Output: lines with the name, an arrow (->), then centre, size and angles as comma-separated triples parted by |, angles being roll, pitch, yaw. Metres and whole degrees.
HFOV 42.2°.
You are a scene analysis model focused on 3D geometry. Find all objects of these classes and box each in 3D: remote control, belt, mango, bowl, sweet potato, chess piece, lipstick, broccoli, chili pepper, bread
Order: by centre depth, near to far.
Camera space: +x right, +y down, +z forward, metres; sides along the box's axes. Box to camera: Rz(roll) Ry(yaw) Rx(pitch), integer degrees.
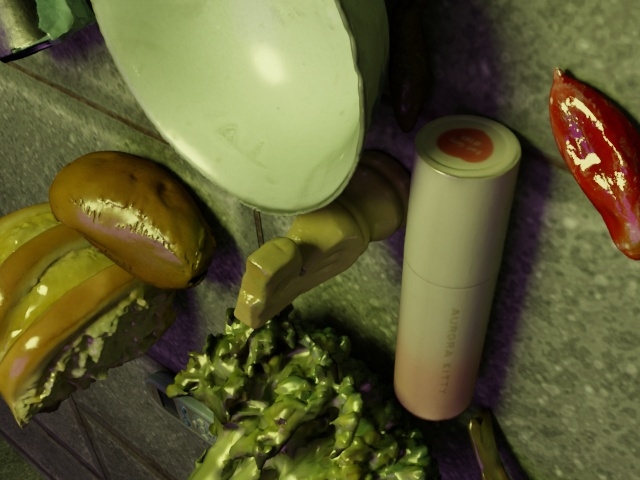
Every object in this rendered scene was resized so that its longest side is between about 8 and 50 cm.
chili pepper -> 0.218, -0.043, 0.607 | 0.191, 0.050, 0.059 | 63, 150, 4
sweet potato -> 0.074, -0.158, 0.679 | 0.041, 0.038, 0.153 | 13, 128, 11
bowl -> -0.041, -0.187, 0.686 | 0.313, 0.146, 0.313 | 32, 142, 29
chess piece -> 0.000, 0.000, 0.769 | 0.090, 0.200, 0.090 | 30, 142, 27
lipstick -> 0.119, 0.041, 0.771 | 0.087, 0.087, 0.326 | 31, 143, 28
broccoli -> -0.012, 0.214, 0.967 | 0.334, 0.272, 0.324 | 50, 131, -3
belt -> -0.354, -0.261, 0.989 | 0.199, 0.151, 0.078 | -4, 115, 41
mango -> -0.242, -0.028, 1.084 | 0.249, 0.156, 0.151 | 36, 108, 20
bread -> -0.367, 0.073, 1.189 | 0.270, 0.316, 0.211 | 51, 145, 10
remote control -> -0.220, 0.304, 1.472 | 0.244, 0.047, 0.087 | 25, 142, 33

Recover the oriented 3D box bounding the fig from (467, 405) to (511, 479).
fig -> 0.229, 0.358, 0.877 | 0.286, 0.286, 0.368 | -21, 74, 56
